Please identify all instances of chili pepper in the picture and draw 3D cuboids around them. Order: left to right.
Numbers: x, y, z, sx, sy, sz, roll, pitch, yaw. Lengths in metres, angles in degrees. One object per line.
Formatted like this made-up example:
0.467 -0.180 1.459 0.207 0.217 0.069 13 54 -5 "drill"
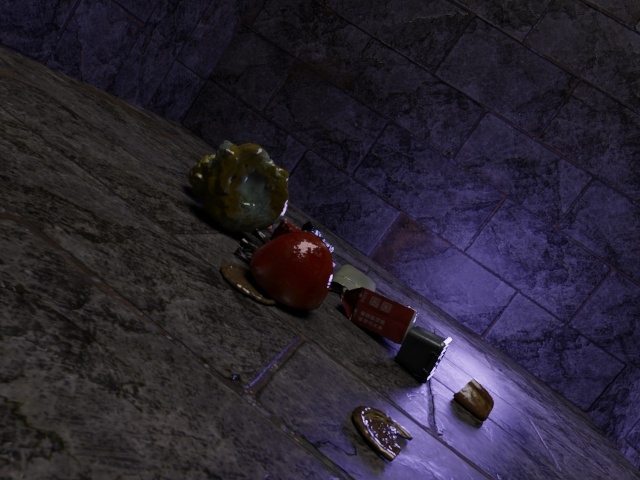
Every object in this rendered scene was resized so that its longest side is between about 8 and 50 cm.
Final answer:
0.000 0.000 1.829 0.059 0.088 0.227 10 -15 33 "chili pepper"

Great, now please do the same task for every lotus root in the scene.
0.563 0.567 1.699 0.135 0.095 0.159 41 15 19 "lotus root"

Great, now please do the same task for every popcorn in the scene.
-0.473 -0.264 2.033 0.181 0.217 0.235 45 31 -17 "popcorn"

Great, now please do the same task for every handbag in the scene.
0.143 0.232 2.097 0.241 0.109 0.315 34 21 0 "handbag"
0.214 0.283 1.808 0.298 0.150 0.171 21 -7 18 "handbag"

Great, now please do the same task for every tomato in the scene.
-0.066 0.062 1.477 0.309 0.170 0.309 33 23 -16 "tomato"

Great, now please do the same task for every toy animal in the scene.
-0.206 0.040 1.669 0.146 0.114 0.245 29 29 3 "toy animal"

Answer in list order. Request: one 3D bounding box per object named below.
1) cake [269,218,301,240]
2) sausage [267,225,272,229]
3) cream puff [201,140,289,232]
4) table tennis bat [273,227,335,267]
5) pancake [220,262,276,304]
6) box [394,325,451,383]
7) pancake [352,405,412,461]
-0.091 0.040 1.917 0.177 0.150 0.283 23 15 -42 "cake"
-0.282 -0.080 2.280 0.107 0.031 0.031 26 11 -45 "sausage"
-0.303 -0.211 1.861 0.378 0.378 0.276 30 -8 -31 "cream puff"
-0.059 0.042 2.217 0.268 0.051 0.415 16 -14 41 "table tennis bat"
-0.211 0.126 1.387 0.199 0.021 0.199 33 9 -6 "pancake"
0.370 0.399 1.694 0.135 0.163 0.243 28 6 21 "box"
0.148 0.433 1.043 0.184 0.020 0.190 34 8 -13 "pancake"
